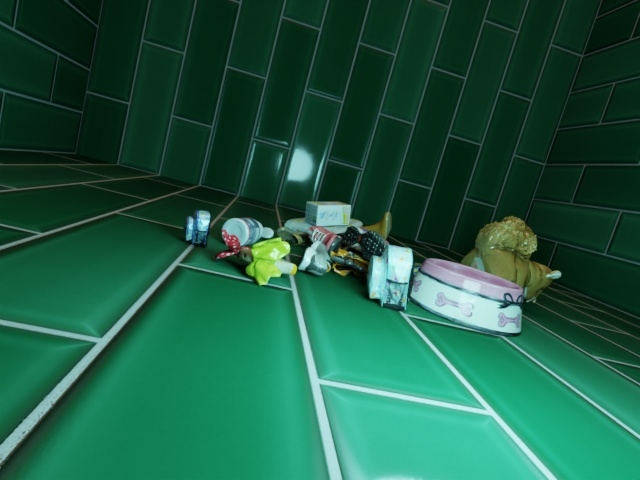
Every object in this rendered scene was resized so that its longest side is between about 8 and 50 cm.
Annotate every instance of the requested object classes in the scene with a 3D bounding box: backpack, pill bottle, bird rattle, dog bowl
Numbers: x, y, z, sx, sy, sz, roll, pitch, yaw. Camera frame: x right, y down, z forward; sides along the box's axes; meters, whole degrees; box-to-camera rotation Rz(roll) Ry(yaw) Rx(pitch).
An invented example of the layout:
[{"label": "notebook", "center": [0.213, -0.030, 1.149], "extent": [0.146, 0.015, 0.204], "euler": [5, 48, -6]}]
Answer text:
[{"label": "backpack", "center": [-0.418, -0.046, 1.393], "extent": [0.084, 0.114, 0.105], "euler": [11, 10, -27]}, {"label": "pill bottle", "center": [-0.291, -0.035, 1.576], "extent": [0.108, 0.107, 0.180], "euler": [17, 8, 12]}, {"label": "bird rattle", "center": [-0.189, 0.062, 1.236], "extent": [0.254, 0.143, 0.207], "euler": [5, -12, 42]}, {"label": "dog bowl", "center": [0.518, 0.183, 1.455], "extent": [0.408, 0.150, 0.408], "euler": [14, 9, -2]}, {"label": "backpack", "center": [0.220, 0.105, 1.287], "extent": [0.145, 0.188, 0.166], "euler": [16, 9, 3]}]

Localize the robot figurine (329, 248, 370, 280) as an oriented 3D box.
[{"label": "robot figurine", "center": [0.169, 0.106, 1.554], "extent": [0.291, 0.085, 0.211], "euler": [16, 8, 4]}]

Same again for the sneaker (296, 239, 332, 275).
[{"label": "sneaker", "center": [-0.010, 0.072, 1.478], "extent": [0.108, 0.100, 0.271], "euler": [30, 12, 2]}]

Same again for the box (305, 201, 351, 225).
[{"label": "box", "center": [0.038, -0.136, 2.065], "extent": [0.203, 0.103, 0.114], "euler": [-4, 16, -34]}]

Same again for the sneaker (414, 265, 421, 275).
[{"label": "sneaker", "center": [0.447, 0.150, 1.885], "extent": [0.078, 0.067, 0.188], "euler": [-4, 0, 29]}]

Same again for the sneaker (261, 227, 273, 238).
[{"label": "sneaker", "center": [-0.284, -0.034, 1.823], "extent": [0.158, 0.061, 0.065], "euler": [17, -19, 6]}]

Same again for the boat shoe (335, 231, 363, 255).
[{"label": "boat shoe", "center": [0.141, 0.037, 1.800], "extent": [0.130, 0.132, 0.355], "euler": [9, 9, -37]}]

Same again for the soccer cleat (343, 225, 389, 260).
[{"label": "soccer cleat", "center": [0.199, 0.017, 1.556], "extent": [0.117, 0.108, 0.318], "euler": [16, 6, -24]}]

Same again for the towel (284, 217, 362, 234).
[{"label": "towel", "center": [0.026, -0.068, 2.177], "extent": [0.321, 0.090, 0.374], "euler": [7, 13, 22]}]

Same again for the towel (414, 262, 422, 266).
[{"label": "towel", "center": [0.624, 0.181, 2.057], "extent": [0.325, 0.038, 0.248], "euler": [16, 8, 15]}]

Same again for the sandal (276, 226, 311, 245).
[{"label": "sandal", "center": [-0.119, -0.009, 1.872], "extent": [0.180, 0.072, 0.049], "euler": [19, 35, -28]}]

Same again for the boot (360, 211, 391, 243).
[{"label": "boot", "center": [0.282, -0.055, 2.298], "extent": [0.211, 0.295, 0.104], "euler": [15, 45, 19]}]

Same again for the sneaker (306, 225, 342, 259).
[{"label": "sneaker", "center": [0.000, 0.000, 1.764], "extent": [0.136, 0.115, 0.314], "euler": [29, 2, -9]}]

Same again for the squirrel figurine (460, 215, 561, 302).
[{"label": "squirrel figurine", "center": [0.835, 0.095, 1.762], "extent": [0.371, 0.396, 0.281], "euler": [4, 6, -14]}]

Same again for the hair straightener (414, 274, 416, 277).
[{"label": "hair straightener", "center": [0.376, 0.164, 1.724], "extent": [0.089, 0.047, 0.231], "euler": [22, 15, 39]}]
